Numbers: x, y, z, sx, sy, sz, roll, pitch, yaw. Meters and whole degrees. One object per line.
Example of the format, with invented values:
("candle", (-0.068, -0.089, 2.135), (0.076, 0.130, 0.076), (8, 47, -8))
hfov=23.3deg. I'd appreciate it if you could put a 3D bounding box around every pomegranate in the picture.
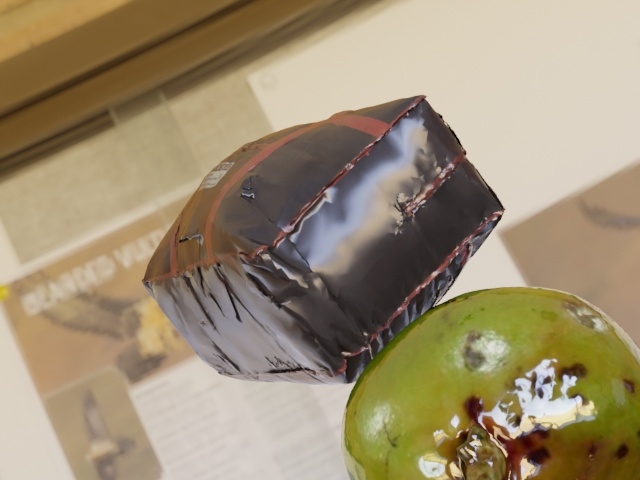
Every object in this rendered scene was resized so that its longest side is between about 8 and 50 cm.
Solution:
("pomegranate", (0.105, 0.106, 0.768), (0.156, 0.156, 0.220), (-35, -34, 20))

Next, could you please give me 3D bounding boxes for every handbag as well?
("handbag", (0.000, 0.000, 0.994), (0.169, 0.155, 0.215), (-40, 12, -22))
